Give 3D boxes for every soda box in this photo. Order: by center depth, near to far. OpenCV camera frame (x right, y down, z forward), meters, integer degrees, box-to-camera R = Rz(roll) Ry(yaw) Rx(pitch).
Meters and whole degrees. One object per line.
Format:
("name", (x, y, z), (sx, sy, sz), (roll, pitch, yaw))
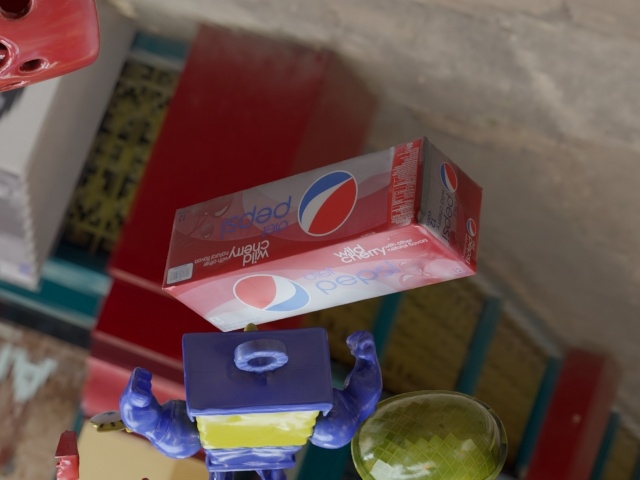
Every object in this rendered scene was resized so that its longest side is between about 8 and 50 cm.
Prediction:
("soda box", (0.000, 0.000, 1.429), (0.263, 0.083, 0.092), (-14, 143, 34))

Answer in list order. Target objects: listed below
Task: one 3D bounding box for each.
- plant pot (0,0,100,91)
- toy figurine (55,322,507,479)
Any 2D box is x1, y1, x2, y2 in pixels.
("plant pot", (-0.246, -0.175, 1.060), (0.174, 0.191, 0.191), (-18, 180, -13))
("toy figurine", (-0.019, 0.149, 1.283), (0.363, 0.191, 0.217), (-1, 144, -6))
